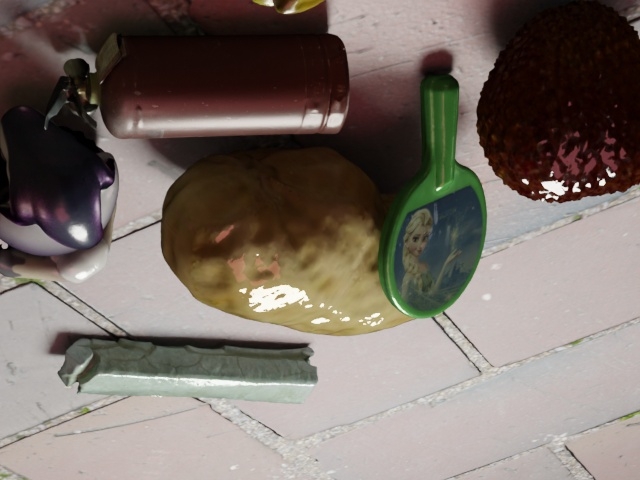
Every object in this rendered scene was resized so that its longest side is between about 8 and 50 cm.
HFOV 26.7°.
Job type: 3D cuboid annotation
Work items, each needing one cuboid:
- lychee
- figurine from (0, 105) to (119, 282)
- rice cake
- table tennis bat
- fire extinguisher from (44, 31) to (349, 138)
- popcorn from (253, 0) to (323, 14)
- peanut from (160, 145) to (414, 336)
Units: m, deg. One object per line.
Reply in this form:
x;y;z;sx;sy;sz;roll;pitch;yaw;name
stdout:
0.239;-0.124;1.277;0.194;0.194;0.194;-9;148;-6;lychee
-0.255;-0.033;1.283;0.145;0.145;0.222;-10;153;-5;figurine
-0.161;0.166;1.700;0.336;0.063;0.066;5;141;-27;rice cake
0.118;-0.042;1.367;0.160;0.039;0.257;-18;116;-42;table tennis bat
-0.113;-0.136;1.206;0.269;0.104;0.104;-2;147;-15;fire extinguisher
-0.019;-0.233;0.976;0.145;0.126;0.125;4;127;14;popcorn
0.000;0.000;1.407;0.387;0.169;0.192;14;110;-43;peanut
